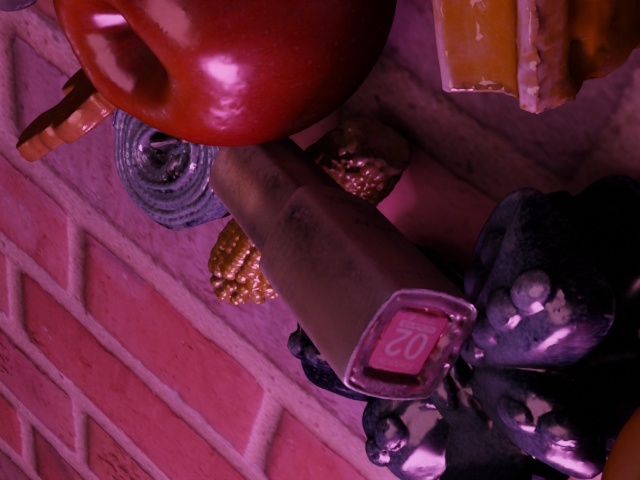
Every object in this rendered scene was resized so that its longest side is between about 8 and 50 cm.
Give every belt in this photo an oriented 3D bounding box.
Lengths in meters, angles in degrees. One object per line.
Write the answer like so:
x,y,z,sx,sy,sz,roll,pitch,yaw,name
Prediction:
-0.115,-0.084,0.910,0.163,0.082,0.147,25,126,39,belt

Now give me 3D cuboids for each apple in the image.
-0.062,-0.173,0.677,0.218,0.201,0.218,31,147,24,apple

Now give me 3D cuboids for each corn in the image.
-0.017,-0.018,0.855,0.086,0.086,0.288,52,143,2,corn

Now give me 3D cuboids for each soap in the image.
0.117,-0.210,0.476,0.080,0.160,0.257,20,132,40,soap

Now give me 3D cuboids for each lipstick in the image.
0.000,0.000,0.673,0.077,0.079,0.253,-62,38,18,lipstick

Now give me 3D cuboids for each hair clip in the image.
0.123,0.084,0.710,0.310,0.194,0.206,-21,81,55,hair clip

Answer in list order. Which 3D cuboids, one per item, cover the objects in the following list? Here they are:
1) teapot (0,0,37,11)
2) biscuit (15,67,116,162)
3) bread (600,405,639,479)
-0.261,-0.307,0.846,0.149,0.162,0.239,25,112,50,teapot
-0.193,-0.140,0.900,0.040,0.144,0.236,41,153,-27,biscuit
0.316,0.173,0.547,0.316,0.211,0.270,2,117,34,bread
